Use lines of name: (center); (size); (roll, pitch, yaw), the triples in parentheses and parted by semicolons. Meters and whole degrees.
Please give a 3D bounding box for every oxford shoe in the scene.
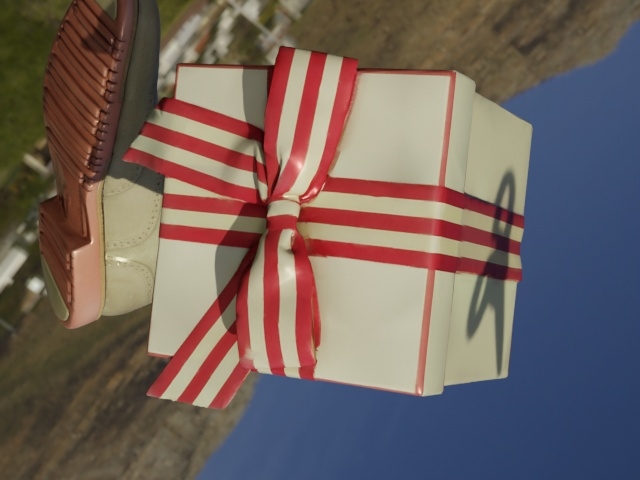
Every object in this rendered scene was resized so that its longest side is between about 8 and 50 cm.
oxford shoe: (-0.194, -0.091, 1.213); (0.140, 0.146, 0.397); (53, -39, 38)

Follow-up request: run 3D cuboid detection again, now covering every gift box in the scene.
gift box: (0.000, 0.000, 0.940); (0.276, 0.258, 0.255); (0, -94, 24)
